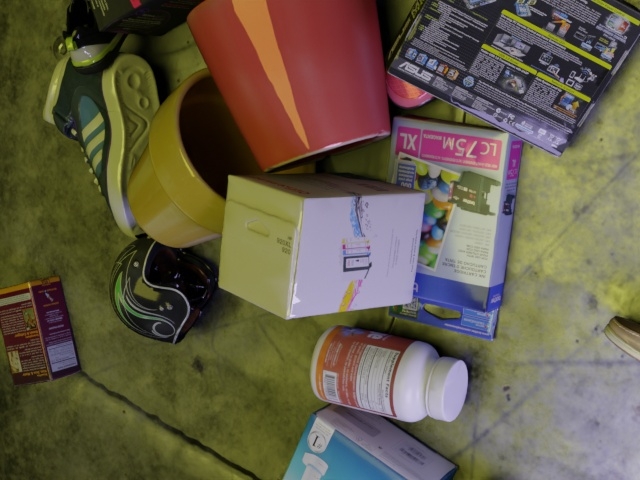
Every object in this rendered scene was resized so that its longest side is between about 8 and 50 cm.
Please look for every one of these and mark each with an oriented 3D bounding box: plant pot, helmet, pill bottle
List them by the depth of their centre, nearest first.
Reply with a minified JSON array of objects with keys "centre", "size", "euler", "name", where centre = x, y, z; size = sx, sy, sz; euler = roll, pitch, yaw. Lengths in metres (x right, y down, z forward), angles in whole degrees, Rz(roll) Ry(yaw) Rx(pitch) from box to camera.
[{"centre":[-0.025,-0.238,1.483],"size":[0.275,0.275,0.243],"euler":[-17,90,32],"name":"plant pot"},{"centre":[0.103,0.202,1.556],"size":[0.216,0.121,0.121],"euler":[9,102,29],"name":"pill bottle"},{"centre":[-0.175,-0.106,1.622],"size":[0.239,0.254,0.254],"euler":[-31,80,47],"name":"plant pot"},{"centre":[-0.272,0.078,1.740],"size":[0.161,0.169,0.169],"euler":[34,114,4],"name":"helmet"}]

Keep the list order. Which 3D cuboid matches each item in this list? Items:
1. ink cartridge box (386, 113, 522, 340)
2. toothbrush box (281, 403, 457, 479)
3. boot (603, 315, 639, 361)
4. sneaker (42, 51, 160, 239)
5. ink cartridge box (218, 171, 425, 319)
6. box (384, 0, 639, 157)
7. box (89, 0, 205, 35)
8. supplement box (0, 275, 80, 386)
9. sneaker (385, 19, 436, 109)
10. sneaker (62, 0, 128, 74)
[{"centre":[0.180,-0.017,1.514],"size":[0.185,0.065,0.311],"euler":[12,105,30],"name":"ink cartridge box"},{"centre":[0.046,0.426,1.620],"size":[0.216,0.126,0.295],"euler":[31,111,23],"name":"toothbrush box"},{"centre":[0.488,0.097,1.335],"size":[0.213,0.077,0.165],"euler":[23,109,21],"name":"boot"},{"centre":[-0.376,-0.171,1.802],"size":[0.236,0.130,0.323],"euler":[9,110,43],"name":"sneaker"},{"centre":[0.000,0.000,1.464],"size":[0.171,0.232,0.168],"euler":[19,107,47],"name":"ink cartridge box"},{"centre":[0.251,-0.260,1.353],"size":[0.270,0.060,0.216],"euler":[24,113,-12],"name":"box"},{"centre":[-0.226,-0.442,1.632],"size":[0.270,0.165,0.143],"euler":[-21,86,31],"name":"box"},{"centre":[-0.533,0.170,1.957],"size":[0.104,0.081,0.188],"euler":[-13,90,31],"name":"supplement box"},{"centre":[0.166,-0.321,1.431],"size":[0.116,0.136,0.314],"euler":[43,116,20],"name":"sneaker"},{"centre":[-0.360,-0.369,1.699],"size":[0.084,0.235,0.097],"euler":[-11,132,17],"name":"sneaker"}]
